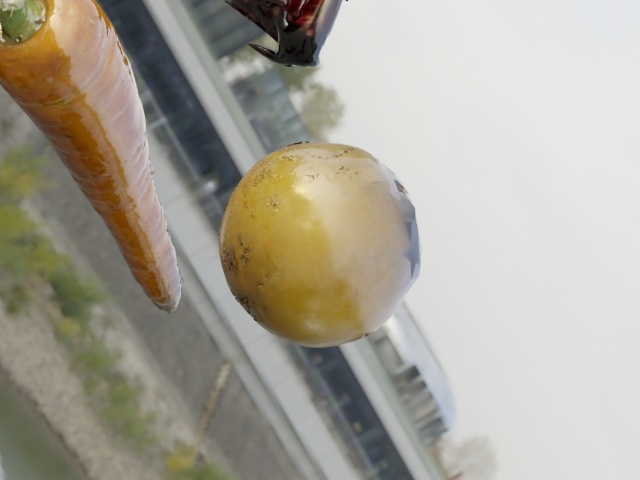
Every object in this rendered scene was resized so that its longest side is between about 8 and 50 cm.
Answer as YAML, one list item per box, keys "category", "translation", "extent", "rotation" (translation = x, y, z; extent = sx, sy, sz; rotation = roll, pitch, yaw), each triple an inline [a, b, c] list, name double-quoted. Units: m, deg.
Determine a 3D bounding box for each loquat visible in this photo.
- category: "loquat"
  translation: [0.000, 0.000, 1.600]
  extent: [0.235, 0.235, 0.235]
  rotation: [60, -1, 2]

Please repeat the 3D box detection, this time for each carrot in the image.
- category: "carrot"
  translation: [-0.105, -0.041, 0.730]
  extent: [0.061, 0.061, 0.256]
  rotation: [59, -5, 38]

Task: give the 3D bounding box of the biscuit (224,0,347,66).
- category: "biscuit"
  translation: [-0.073, -0.219, 0.931]
  extent: [0.235, 0.151, 0.063]
  rotation: [23, -1, -11]
